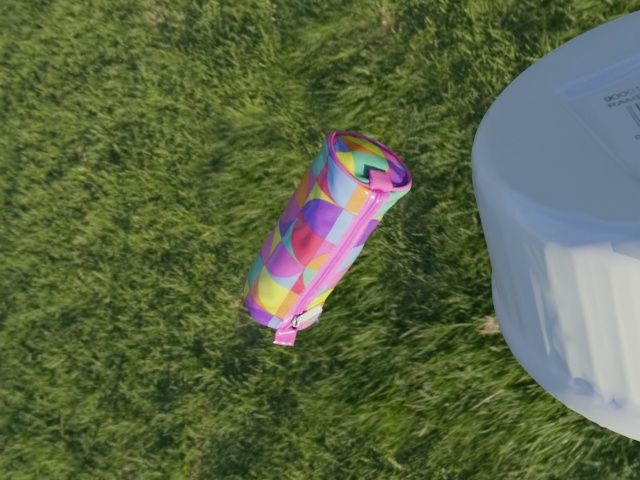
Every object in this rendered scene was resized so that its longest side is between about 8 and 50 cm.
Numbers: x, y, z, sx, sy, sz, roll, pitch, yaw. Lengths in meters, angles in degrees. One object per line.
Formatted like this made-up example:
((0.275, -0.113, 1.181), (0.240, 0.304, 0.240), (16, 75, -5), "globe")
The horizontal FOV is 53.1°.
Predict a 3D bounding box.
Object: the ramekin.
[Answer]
((0.223, -0.031, 0.369), (0.277, 0.135, 0.277), (-20, 35, 14), "ramekin")

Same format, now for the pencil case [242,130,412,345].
((0.000, 0.000, 0.674), (0.104, 0.104, 0.236), (49, 129, 26), "pencil case")
